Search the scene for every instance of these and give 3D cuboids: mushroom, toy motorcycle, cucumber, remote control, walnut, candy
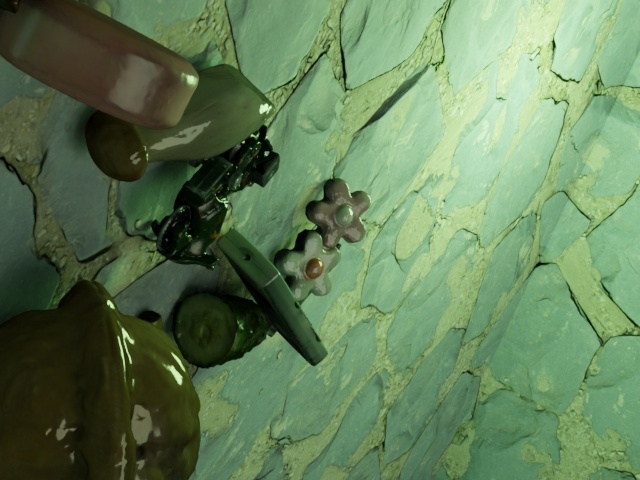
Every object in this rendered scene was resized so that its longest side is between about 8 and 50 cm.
[{"bbox_3d":[-0.188,-0.177,1.673,0.350,0.128,0.128,-26,139,-44],"label":"mushroom"},{"bbox_3d":[-0.170,-0.064,1.818,0.275,0.125,0.187,-52,167,-24],"label":"toy motorcycle"},{"bbox_3d":[-0.155,0.155,2.072,0.134,0.134,0.244,-63,156,9],"label":"cucumber"},{"bbox_3d":[-0.081,0.112,2.107,0.050,0.145,0.344,-42,147,-9],"label":"remote control"},{"bbox_3d":[-0.352,0.268,1.643,0.383,0.383,0.383,-40,148,-32],"label":"walnut"},{"bbox_3d":[-0.268,-0.220,1.374,0.255,0.255,0.094,13,106,-62],"label":"candy"}]

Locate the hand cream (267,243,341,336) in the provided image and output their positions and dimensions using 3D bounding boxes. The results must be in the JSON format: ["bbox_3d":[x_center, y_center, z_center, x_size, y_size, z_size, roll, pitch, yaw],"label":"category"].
[{"bbox_3d":[-0.043,0.091,2.291,0.235,0.055,0.086,-50,148,0],"label":"hand cream"}]

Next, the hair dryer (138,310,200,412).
[{"bbox_3d":[-0.274,0.238,1.994,0.135,0.090,0.279,-67,157,-57],"label":"hair dryer"}]

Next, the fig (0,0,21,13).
[{"bbox_3d":[-0.315,-0.346,1.229,0.205,0.205,0.205,-40,148,-32],"label":"fig"}]

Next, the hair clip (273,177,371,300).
[{"bbox_3d":[0.004,0.001,2.224,0.146,0.075,0.257,37,87,-26],"label":"hair clip"}]
